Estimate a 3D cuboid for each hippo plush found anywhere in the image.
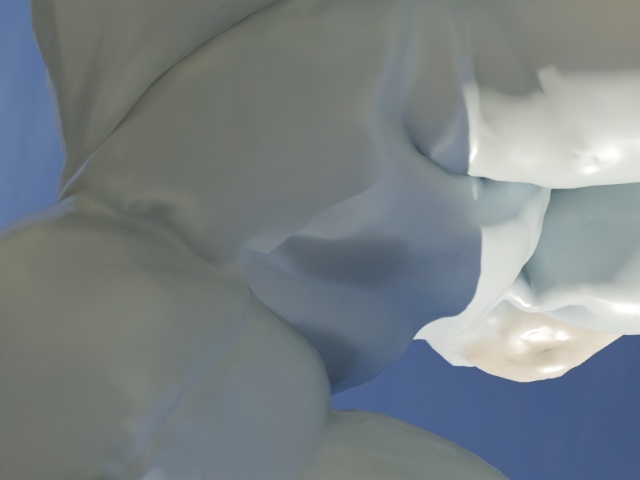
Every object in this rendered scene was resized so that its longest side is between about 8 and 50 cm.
[{"bbox_3d":[0.000,0.000,0.381,0.234,0.294,0.236,-36,-155,54],"label":"hippo plush"}]
